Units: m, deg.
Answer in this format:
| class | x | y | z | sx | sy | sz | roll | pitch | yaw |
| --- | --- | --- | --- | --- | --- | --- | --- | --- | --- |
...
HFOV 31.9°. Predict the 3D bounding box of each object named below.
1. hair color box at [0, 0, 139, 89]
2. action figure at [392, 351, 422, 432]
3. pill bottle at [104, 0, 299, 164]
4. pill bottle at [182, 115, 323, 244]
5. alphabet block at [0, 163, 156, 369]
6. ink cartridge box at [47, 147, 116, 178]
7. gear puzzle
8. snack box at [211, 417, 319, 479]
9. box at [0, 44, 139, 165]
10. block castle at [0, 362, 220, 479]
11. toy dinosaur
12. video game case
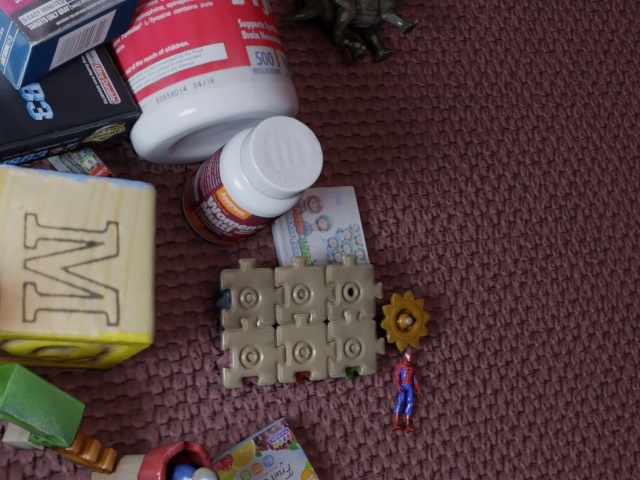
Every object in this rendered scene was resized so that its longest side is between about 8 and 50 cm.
| class | x | y | z | sx | sy | sz | roll | pitch | yaw |
| --- | --- | --- | --- | --- | --- | --- | --- | --- | --- |
| hair color box | -0.389 | -0.368 | 1.323 | 0.174 | 0.105 | 0.347 | -38 | 85 | -34 |
| action figure | 0.124 | 0.216 | 1.611 | 0.038 | 0.030 | 0.115 | 11 | 68 | -20 |
| pill bottle | -0.188 | -0.325 | 1.495 | 0.229 | 0.229 | 0.407 | -12 | 81 | -30 |
| pill bottle | -0.091 | -0.078 | 1.474 | 0.121 | 0.221 | 0.121 | 9 | 71 | -25 |
| alphabet block | -0.313 | 0.040 | 1.339 | 0.193 | 0.192 | 0.197 | 6 | 71 | -25 |
| ink cartridge box | -0.304 | -0.086 | 1.455 | 0.115 | 0.063 | 0.029 | 49 | 58 | -6 |
| gear puzzle | 0.007 | 0.108 | 1.567 | 0.339 | 0.044 | 0.175 | -2 | 89 | -29 |
| snack box | -0.082 | 0.310 | 1.464 | 0.141 | 0.037 | 0.100 | -29 | 91 | -32 |
| box | -0.413 | -0.227 | 1.352 | 0.293 | 0.073 | 0.295 | -20 | 76 | -34 |
| block castle | -0.329 | 0.270 | 1.161 | 0.453 | 0.213 | 0.303 | 42 | 53 | -36 |
| toy dinosaur | 0.046 | -0.361 | 1.718 | 0.313 | 0.121 | 0.160 | -19 | 72 | -27 |
| video game case | 0.000 | 0.000 | 1.617 | 0.143 | 0.019 | 0.157 | -5 | 77 | -30 |
